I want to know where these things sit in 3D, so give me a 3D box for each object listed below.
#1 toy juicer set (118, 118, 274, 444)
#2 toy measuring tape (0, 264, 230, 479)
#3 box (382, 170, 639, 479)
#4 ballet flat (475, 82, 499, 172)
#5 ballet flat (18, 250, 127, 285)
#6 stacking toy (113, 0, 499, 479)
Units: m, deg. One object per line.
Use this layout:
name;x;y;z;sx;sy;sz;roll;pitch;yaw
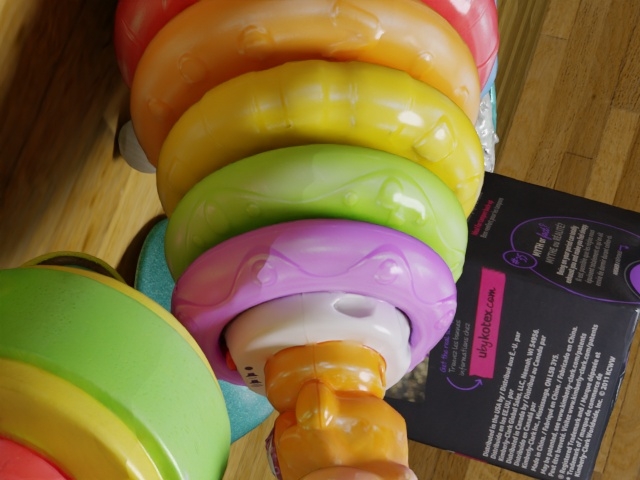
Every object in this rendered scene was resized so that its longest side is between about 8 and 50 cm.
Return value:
toy juicer set;-0.074;0.048;0.693;0.209;0.090;0.328;7;74;-70
toy measuring tape;-0.066;0.119;0.451;0.330;0.121;0.121;68;29;-24
box;0.076;0.037;0.902;0.165;0.270;0.143;-52;156;-62
ballet flat;0.060;0.004;1.174;0.147;0.147;0.408;-61;162;-49
ballet flat;-0.135;0.109;0.534;0.077;0.077;0.231;-142;-109;-79
stacking toy;0.000;0.000;0.505;0.175;0.166;0.301;78;7;-57
